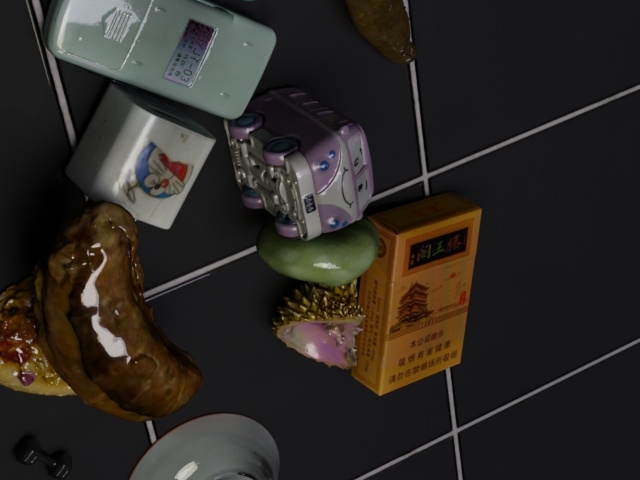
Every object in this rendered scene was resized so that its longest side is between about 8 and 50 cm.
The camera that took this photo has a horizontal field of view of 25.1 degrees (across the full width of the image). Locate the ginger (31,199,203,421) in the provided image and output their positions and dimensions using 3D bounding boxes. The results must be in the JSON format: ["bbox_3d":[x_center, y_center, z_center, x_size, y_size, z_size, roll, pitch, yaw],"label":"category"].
[{"bbox_3d":[-0.265,0.104,1.771,0.172,0.165,0.321,-23,126,-5],"label":"ginger"}]

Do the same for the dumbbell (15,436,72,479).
[{"bbox_3d":[-0.382,0.302,1.989,0.083,0.040,0.036,35,64,-40],"label":"dumbbell"}]

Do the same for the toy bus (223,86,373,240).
[{"bbox_3d":[-0.025,-0.104,1.883,0.142,0.202,0.142,-24,126,-22],"label":"toy bus"}]

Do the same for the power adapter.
[{"bbox_3d":[-0.243,-0.076,1.810,0.130,0.125,0.205,20,103,-39],"label":"power adapter"}]

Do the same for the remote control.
[{"bbox_3d":[-0.200,-0.250,1.787,0.296,0.056,0.140,17,104,-36],"label":"remote control"}]

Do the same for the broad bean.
[{"bbox_3d":[0.000,0.000,1.951,0.169,0.228,0.100,7,116,13],"label":"broad bean"}]

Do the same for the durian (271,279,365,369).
[{"bbox_3d":[0.012,0.115,2.068,0.165,0.132,0.182,-41,163,14],"label":"durian"}]

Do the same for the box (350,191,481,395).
[{"bbox_3d":[0.141,0.079,2.150,0.174,0.076,0.274,-18,124,-38],"label":"box"}]

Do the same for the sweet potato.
[{"bbox_3d":[0.077,-0.341,1.891,0.112,0.085,0.286,-36,129,-16],"label":"sweet potato"}]

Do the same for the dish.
[{"bbox_3d":[-0.160,0.390,2.145,0.260,0.085,0.260,-14,122,-25],"label":"dish"}]

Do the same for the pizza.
[{"bbox_3d":[-0.330,0.108,1.885,0.289,0.081,0.229,16,106,-35],"label":"pizza"}]
